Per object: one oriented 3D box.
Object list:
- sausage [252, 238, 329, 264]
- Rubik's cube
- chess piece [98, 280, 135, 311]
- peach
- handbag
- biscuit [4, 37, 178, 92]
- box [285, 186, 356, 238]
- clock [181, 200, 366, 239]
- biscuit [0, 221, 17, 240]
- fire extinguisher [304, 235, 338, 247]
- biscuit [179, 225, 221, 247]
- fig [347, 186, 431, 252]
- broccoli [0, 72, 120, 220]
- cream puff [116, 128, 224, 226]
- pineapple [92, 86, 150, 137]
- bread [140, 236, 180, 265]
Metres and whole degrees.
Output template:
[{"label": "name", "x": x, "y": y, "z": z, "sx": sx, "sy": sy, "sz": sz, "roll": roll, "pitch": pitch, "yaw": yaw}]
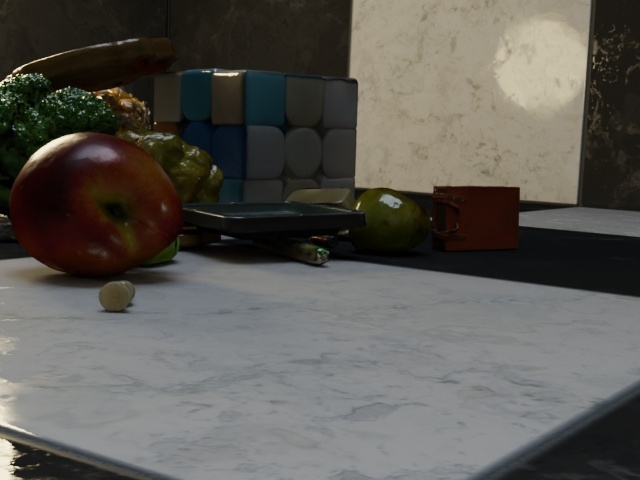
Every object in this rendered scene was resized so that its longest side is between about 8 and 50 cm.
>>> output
[{"label": "sausage", "x": -0.055, "y": 0.013, "z": 1.705, "sx": 0.033, "sy": 0.032, "sz": 0.269, "roll": -1, "pitch": 7, "yaw": -29}, {"label": "Rubik's cube", "x": -0.149, "y": -0.205, "z": 2.266, "sx": 0.347, "sy": 0.346, "sz": 0.344, "roll": -2, "pitch": 6, "yaw": -42}, {"label": "chess piece", "x": -0.234, "y": 0.062, "z": 1.174, "sx": 0.035, "sy": 0.035, "sz": 0.092, "roll": 2, "pitch": 3, "yaw": -1}, {"label": "peach", "x": -0.312, "y": -0.050, "z": 1.400, "sx": 0.244, "sy": 0.199, "sz": 0.243, "roll": 5, "pitch": 3, "yaw": 0}, {"label": "handbag", "x": 0.304, "y": -0.044, "z": 1.959, "sx": 0.190, "sy": 0.127, "sz": 0.063, "roll": 0, "pitch": 5, "yaw": -30}, {"label": "biscuit", "x": -0.487, "y": -0.368, "z": 2.172, "sx": 0.359, "sy": 0.074, "sz": 0.381, "roll": -12, "pitch": 2, "yaw": 11}, {"label": "box", "x": 0.003, "y": -0.050, "z": 2.071, "sx": 0.177, "sy": 0.111, "sz": 0.111, "roll": 1, "pitch": 5, "yaw": 23}, {"label": "clock", "x": -0.097, "y": -0.036, "z": 1.756, "sx": 0.279, "sy": 0.049, "sz": 0.273, "roll": -3, "pitch": 8, "yaw": -31}, {"label": "biscuit", "x": -0.457, "y": -0.021, "z": 1.784, "sx": 0.290, "sy": 0.038, "sz": 0.141, "roll": -3, "pitch": 1, "yaw": 7}, {"label": "fire extinguisher", "x": 0.000, "y": 0.000, "z": 1.910, "sx": 0.028, "sy": 0.022, "sz": 0.083, "roll": -35, "pitch": 24, "yaw": -25}, {"label": "biscuit", "x": -0.271, "y": -0.005, "z": 1.781, "sx": 0.163, "sy": 0.035, "sz": 0.250, "roll": 0, "pitch": 3, "yaw": 31}, {"label": "fig", "x": 0.127, "y": -0.037, "z": 1.837, "sx": 0.153, "sy": 0.120, "sz": 0.136, "roll": 2, "pitch": 1, "yaw": 1}, {"label": "broccoli", "x": -0.580, "y": -0.162, "z": 1.985, "sx": 0.413, "sy": 0.310, "sz": 0.321, "roll": -31, "pitch": 16, "yaw": 2}, {"label": "cream puff", "x": -0.308, "y": -0.108, "z": 1.930, "sx": 0.244, "sy": 0.196, "sz": 0.244, "roll": 9, "pitch": -5, "yaw": 1}, {"label": "pineapple", "x": -0.576, "y": -0.233, "z": 2.453, "sx": 0.300, "sy": 0.352, "sz": 0.352, "roll": 8, "pitch": 5, "yaw": -12}, {"label": "bread", "x": -0.284, "y": 0.000, "z": 1.563, "sx": 0.130, "sy": 0.071, "sz": 0.139, "roll": 2, "pitch": 4, "yaw": 37}]
